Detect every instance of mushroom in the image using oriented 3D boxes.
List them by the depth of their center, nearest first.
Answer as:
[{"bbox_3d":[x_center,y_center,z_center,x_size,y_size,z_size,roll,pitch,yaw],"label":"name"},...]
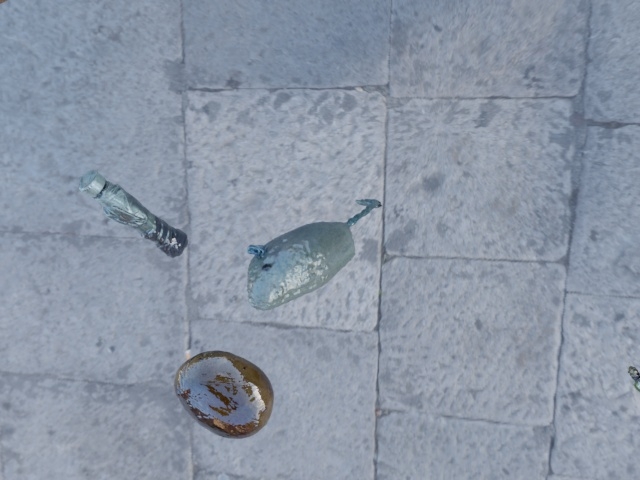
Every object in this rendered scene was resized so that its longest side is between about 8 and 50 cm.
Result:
[{"bbox_3d":[-0.116,0.185,0.712,0.123,0.052,0.123,4,116,9],"label":"mushroom"}]

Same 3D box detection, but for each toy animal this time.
[{"bbox_3d":[0.008,-0.004,0.686,0.079,0.253,0.070,25,134,27],"label":"toy animal"}]

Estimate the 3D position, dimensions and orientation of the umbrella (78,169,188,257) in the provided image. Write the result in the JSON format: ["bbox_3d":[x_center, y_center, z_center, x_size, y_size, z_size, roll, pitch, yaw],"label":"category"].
[{"bbox_3d":[-0.258,-0.031,0.839,0.050,0.188,0.046,-28,52,15],"label":"umbrella"}]

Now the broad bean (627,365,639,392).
[{"bbox_3d":[0.533,0.256,0.846,0.227,0.069,0.039,40,107,28],"label":"broad bean"}]

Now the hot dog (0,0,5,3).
[{"bbox_3d":[-0.373,-0.350,0.618,0.272,0.122,0.196,-30,107,23],"label":"hot dog"}]
